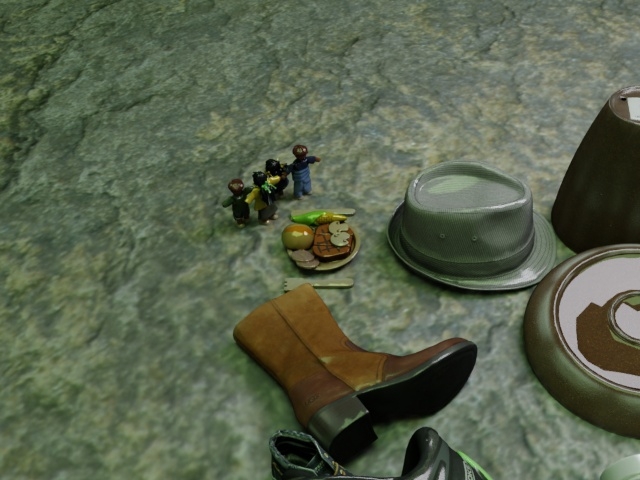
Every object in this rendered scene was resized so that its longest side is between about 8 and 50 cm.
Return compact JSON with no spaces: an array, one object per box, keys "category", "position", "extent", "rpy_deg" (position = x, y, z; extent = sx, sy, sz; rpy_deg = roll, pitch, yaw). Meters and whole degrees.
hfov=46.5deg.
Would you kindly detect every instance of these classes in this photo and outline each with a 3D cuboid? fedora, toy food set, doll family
[{"category":"fedora","position":[0.242,-0.043,1.188],"extent":[0.275,0.124,0.244],"rpy_deg":[10,47,18]},{"category":"toy food set","position":[0.000,0.000,1.236],"extent":[0.132,0.039,0.192],"rpy_deg":[-3,44,5]},{"category":"doll family","position":[-0.082,-0.099,1.297],"extent":[0.076,0.111,0.193],"rpy_deg":[27,53,31]}]

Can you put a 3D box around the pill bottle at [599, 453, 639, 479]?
[{"category":"pill bottle","position":[0.371,0.328,0.796],"extent":[0.107,0.108,0.180],"rpy_deg":[-8,43,0]}]

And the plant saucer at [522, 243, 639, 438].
[{"category":"plant saucer","position":[0.437,0.117,1.019],"extent":[0.310,0.050,0.311],"rpy_deg":[-7,50,9]}]

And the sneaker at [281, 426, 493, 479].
[{"category":"sneaker","position":[-0.024,0.350,0.757],"extent":[0.482,0.185,0.202],"rpy_deg":[-21,63,-28]}]

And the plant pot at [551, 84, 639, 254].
[{"category":"plant pot","position":[0.483,-0.112,1.151],"extent":[0.215,0.231,0.215],"rpy_deg":[-3,44,3]}]

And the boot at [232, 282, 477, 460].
[{"category":"boot","position":[0.046,0.152,1.063],"extent":[0.264,0.096,0.280],"rpy_deg":[-31,41,-14]}]

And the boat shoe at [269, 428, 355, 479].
[{"category":"boat shoe","position":[0.013,0.296,0.894],"extent":[0.183,0.083,0.065],"rpy_deg":[21,50,26]}]
